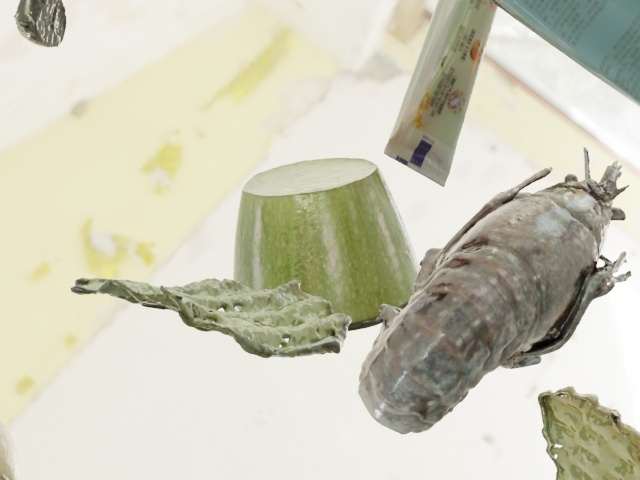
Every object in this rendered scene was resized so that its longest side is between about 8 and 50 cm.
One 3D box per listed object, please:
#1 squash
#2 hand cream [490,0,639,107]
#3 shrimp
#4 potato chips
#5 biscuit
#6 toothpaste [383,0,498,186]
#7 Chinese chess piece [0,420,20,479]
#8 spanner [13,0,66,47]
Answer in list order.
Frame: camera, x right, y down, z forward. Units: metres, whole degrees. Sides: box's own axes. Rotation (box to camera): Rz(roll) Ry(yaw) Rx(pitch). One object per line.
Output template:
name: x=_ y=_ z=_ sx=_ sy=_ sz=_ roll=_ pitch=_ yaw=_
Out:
squash: x=0.000 y=0.000 z=1.192 sx=0.170 sy=0.170 sz=0.122 roll=-41 pitch=-54 yaw=-59
hand cream: x=0.159 y=-0.103 z=0.675 sx=0.048 sy=0.224 sz=0.083 roll=-6 pitch=-45 yaw=-49
shrimp: x=0.069 y=0.010 z=0.470 sx=0.165 sy=0.056 sz=0.065 roll=-31 pitch=-20 yaw=-48
potato chips: x=-0.052 y=0.042 z=0.831 sx=0.207 sy=0.092 sz=0.028 roll=7 pitch=-71 yaw=-54
biscuit: x=0.297 y=0.284 z=1.380 sx=0.036 sy=0.273 sz=0.187 roll=-8 pitch=4 yaw=-27
toothpaste: x=0.133 y=-0.207 z=1.227 sx=0.056 sy=0.058 sz=0.314 roll=75 pitch=-146 yaw=-79
Chinese chess piece: x=-0.497 y=0.290 z=1.649 sx=0.270 sy=0.112 sz=0.270 roll=-15 pitch=-37 yaw=-11
spanner: x=-0.266 y=-0.316 z=1.249 sx=0.093 sy=0.026 sz=0.325 roll=-57 pitch=-26 yaw=-43
